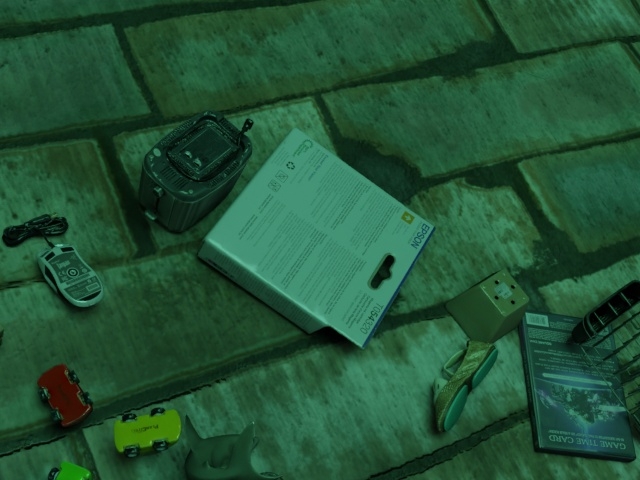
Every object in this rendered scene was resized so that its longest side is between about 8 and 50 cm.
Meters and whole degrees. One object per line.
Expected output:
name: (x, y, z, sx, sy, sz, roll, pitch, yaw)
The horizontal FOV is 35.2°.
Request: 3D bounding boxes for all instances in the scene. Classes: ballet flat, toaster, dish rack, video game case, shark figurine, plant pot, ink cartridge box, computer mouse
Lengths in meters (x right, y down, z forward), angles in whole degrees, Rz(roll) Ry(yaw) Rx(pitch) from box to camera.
ballet flat: (0.235, 0.248, 1.749, 0.067, 0.073, 0.206, 21, 46, 26)
toaster: (-0.215, -0.120, 1.738, 0.129, 0.146, 0.227, 41, 54, 5)
dish rack: (0.597, 0.227, 1.868, 0.208, 0.074, 0.271, -26, 77, -39)
video game case: (0.466, 0.262, 1.848, 0.196, 0.026, 0.274, 10, 57, -16)
shark figurine: (-0.161, 0.300, 1.443, 0.166, 0.278, 0.116, -18, 87, -10)
plant pot: (0.313, 0.116, 1.833, 0.109, 0.096, 0.109, -28, 74, -33)
ink cartridge box: (0.000, 0.000, 1.800, 0.330, 0.071, 0.324, 36, 53, -1)
computer mouse: (-0.420, 0.040, 1.623, 0.106, 0.042, 0.193, -23, 65, -37)

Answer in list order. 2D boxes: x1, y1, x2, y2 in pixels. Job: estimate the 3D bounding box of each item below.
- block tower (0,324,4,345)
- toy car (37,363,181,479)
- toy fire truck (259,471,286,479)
block tower: (-0.616, 0.043, 1.511, 0.335, 0.091, 0.097, 45, 53, 8)
toy car: (-0.339, 0.315, 1.458, 0.239, 0.053, 0.225, 18, 64, 15)
toy fire truck: (-0.022, 0.468, 1.431, 0.246, 0.158, 0.217, 26, 53, -1)
